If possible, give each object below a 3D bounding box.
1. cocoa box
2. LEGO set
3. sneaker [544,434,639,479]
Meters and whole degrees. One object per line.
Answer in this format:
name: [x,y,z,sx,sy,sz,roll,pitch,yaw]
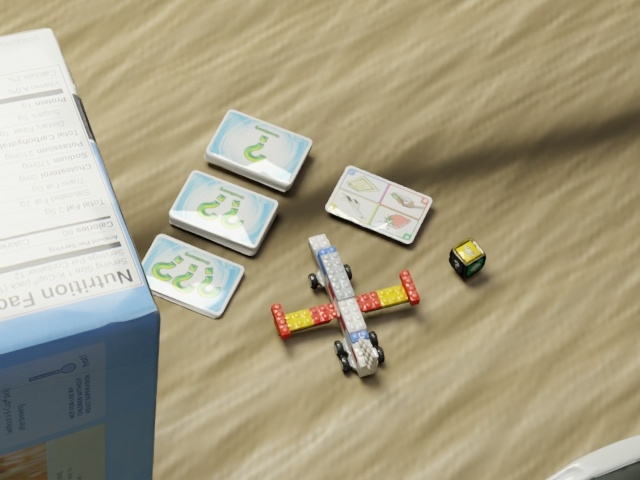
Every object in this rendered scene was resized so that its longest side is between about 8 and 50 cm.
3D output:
cocoa box: [-0.244,0.076,1.228,0.231,0.347,0.228,-15,58,-16]
LEGO set: [0.000,0.000,1.486,0.244,0.060,0.182,23,60,10]
sneaker: [0.165,0.250,1.302,0.295,0.104,0.147,-30,65,-17]
